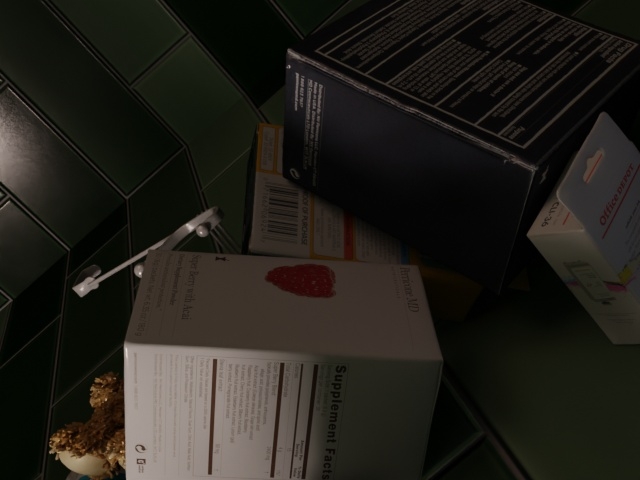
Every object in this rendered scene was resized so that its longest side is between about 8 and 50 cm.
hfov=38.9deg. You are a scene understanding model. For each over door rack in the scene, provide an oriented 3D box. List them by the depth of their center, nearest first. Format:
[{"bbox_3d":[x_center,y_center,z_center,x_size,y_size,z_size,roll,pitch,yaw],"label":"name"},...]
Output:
[{"bbox_3d":[-0.196,0.109,1.324,0.324,0.239,0.108,-23,24,37],"label":"over door rack"}]

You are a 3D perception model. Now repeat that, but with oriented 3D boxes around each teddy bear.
[{"bbox_3d":[-0.172,0.191,1.103,0.338,0.113,0.245,-20,8,-43],"label":"teddy bear"}]

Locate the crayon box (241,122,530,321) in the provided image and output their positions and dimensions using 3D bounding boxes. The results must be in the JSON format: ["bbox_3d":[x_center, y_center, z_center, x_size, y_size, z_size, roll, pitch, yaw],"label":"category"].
[{"bbox_3d":[0.071,-0.018,1.084,0.083,0.323,0.203,109,166,-49],"label":"crayon box"}]

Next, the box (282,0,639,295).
[{"bbox_3d":[0.161,-0.138,1.006,0.294,0.182,0.296,30,48,26],"label":"box"}]

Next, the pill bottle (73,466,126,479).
[{"bbox_3d":[-0.249,0.363,1.080,0.146,0.146,0.264,-30,26,27],"label":"pill bottle"}]

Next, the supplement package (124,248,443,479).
[{"bbox_3d":[-0.041,0.130,0.929,0.293,0.175,0.177,4,29,-5],"label":"supplement package"}]

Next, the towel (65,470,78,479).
[{"bbox_3d":[-0.320,0.339,1.377,0.285,0.034,0.209,-49,23,-15],"label":"towel"}]

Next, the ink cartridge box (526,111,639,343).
[{"bbox_3d":[0.268,-0.009,0.838,0.067,0.198,0.115,-8,41,53],"label":"ink cartridge box"}]
